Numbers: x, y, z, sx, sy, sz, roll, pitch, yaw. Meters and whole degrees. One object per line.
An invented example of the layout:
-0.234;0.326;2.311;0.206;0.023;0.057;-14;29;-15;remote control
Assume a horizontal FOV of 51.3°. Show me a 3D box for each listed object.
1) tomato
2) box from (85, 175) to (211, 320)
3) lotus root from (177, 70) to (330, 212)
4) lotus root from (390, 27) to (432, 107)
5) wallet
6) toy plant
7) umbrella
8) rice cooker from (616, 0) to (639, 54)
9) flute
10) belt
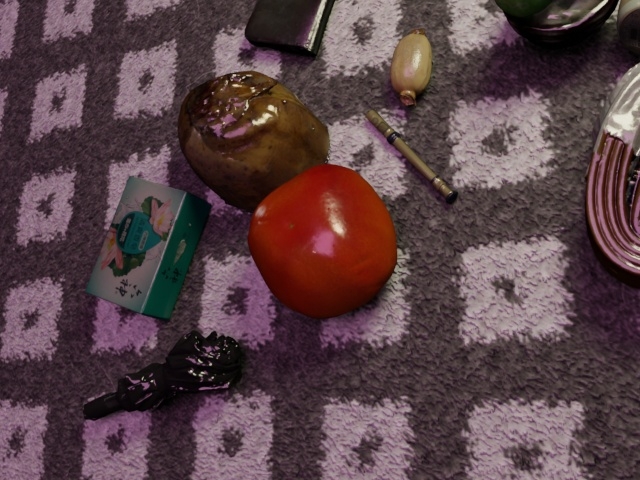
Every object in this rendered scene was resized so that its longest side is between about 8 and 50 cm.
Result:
-0.004;0.002;1.087;0.260;0.180;0.259;-12;65;27;tomato
-0.328;0.014;1.276;0.153;0.092;0.244;15;82;27;box
-0.134;-0.194;1.208;0.272;0.192;0.272;-10;65;21;lotus root
0.158;-0.302;1.163;0.073;0.062;0.150;3;75;25;lotus root
-0.033;-0.522;1.322;0.172;0.045;0.318;17;82;26;wallet
0.365;-0.400;1.001;0.218;0.235;0.175;-39;65;10;toy plant
-0.292;0.254;1.195;0.340;0.118;0.118;-25;67;21;umbrella
0.538;-0.337;0.959;0.206;0.145;0.127;-1;66;20;rice cooker
0.152;-0.149;1.144;0.027;0.027;0.233;-43;63;8;flute
0.485;-0.102;0.933;0.217;0.122;0.338;13;83;24;belt
